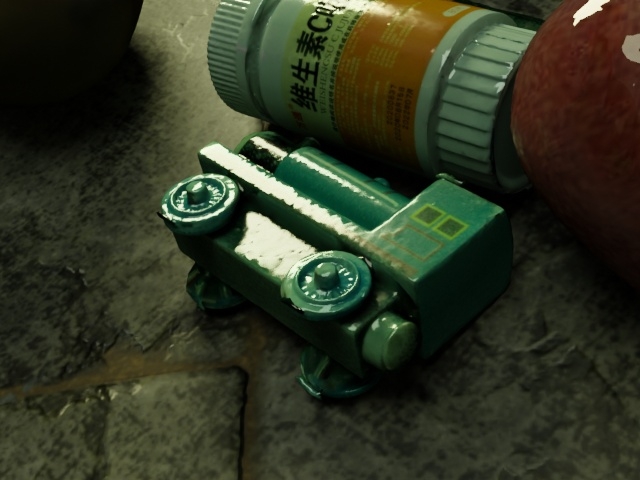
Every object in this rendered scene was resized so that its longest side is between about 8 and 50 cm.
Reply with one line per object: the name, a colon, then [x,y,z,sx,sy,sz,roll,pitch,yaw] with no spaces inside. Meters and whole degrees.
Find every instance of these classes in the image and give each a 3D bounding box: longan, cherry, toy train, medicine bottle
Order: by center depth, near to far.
cherry: [0.277,-0.079,0.800,0.261,0.221,0.307,-1,67,-9]
toy train: [0.000,0.000,0.909,0.194,0.120,0.298,-37,47,-25]
medicine bottle: [0.060,-0.152,0.990,0.318,0.158,0.158,23,60,33]
longan: [-0.329,-0.296,1.164,0.319,0.319,0.319,-10,47,11]

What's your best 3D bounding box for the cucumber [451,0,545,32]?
cucumber: [0.214,-0.169,1.019,0.244,0.063,0.115,24,62,33]
